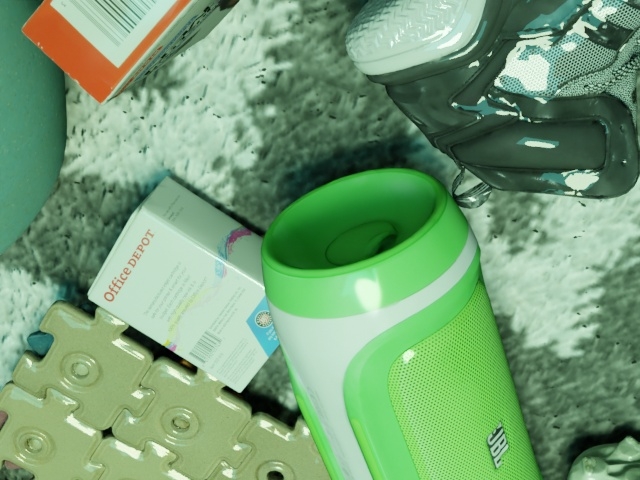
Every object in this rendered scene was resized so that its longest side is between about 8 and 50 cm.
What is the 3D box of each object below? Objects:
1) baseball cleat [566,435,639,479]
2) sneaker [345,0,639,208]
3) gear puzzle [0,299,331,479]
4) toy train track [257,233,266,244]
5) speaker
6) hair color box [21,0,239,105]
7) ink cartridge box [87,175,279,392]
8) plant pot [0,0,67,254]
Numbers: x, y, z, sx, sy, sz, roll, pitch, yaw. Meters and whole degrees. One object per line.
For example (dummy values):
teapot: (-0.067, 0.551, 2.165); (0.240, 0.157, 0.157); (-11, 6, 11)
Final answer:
baseball cleat: (0.273, 0.177, 0.623); (0.205, 0.072, 0.109); (-1, 128, 14)
sneaker: (0.159, -0.118, 0.481); (0.268, 0.101, 0.153); (-26, 113, 18)
gear puzzle: (-0.076, 0.171, 0.685); (0.339, 0.044, 0.175); (31, 114, -9)
toy train track: (0.000, 0.000, 0.606); (0.083, 0.014, 0.048); (0, 122, 15)
speaker: (0.063, 0.109, 0.568); (0.131, 0.131, 0.297); (-13, 119, 15)
hair color box: (-0.072, -0.136, 0.468); (0.053, 0.167, 0.093); (43, 113, -10)
ink cartridge box: (-0.078, 0.029, 0.605); (0.122, 0.052, 0.088); (33, 122, -8)
plant pot: (-0.251, -0.080, 0.489); (0.290, 0.290, 0.195); (-22, 139, 18)
